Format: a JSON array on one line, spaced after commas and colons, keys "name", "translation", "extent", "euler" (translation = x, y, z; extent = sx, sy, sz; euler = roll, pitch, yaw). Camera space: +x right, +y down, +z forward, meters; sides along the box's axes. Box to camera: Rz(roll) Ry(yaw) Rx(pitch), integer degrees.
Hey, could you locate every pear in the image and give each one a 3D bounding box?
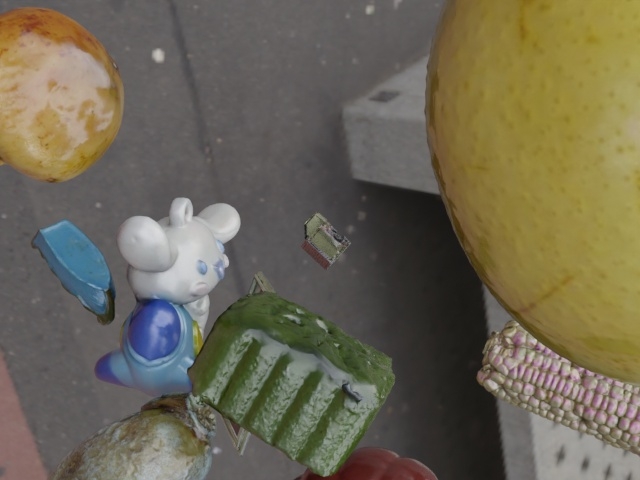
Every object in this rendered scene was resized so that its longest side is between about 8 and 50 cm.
[{"name": "pear", "translation": [0.227, -0.079, 0.612], "extent": [0.348, 0.348, 0.348], "euler": [-18, 114, -47]}]

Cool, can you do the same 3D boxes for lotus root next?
[{"name": "lotus root", "translation": [-0.301, 0.364, 1.608], "extent": [0.349, 0.175, 0.175], "euler": [-37, 140, 13]}]

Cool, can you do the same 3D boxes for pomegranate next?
[{"name": "pomegranate", "translation": [-0.384, -0.193, 1.464], "extent": [0.248, 0.248, 0.248], "euler": [-18, 114, -47]}]

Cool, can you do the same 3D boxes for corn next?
[{"name": "corn", "translation": [0.400, 0.233, 1.626], "extent": [0.127, 0.335, 0.127], "euler": [-56, 164, -26]}]

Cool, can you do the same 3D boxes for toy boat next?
[{"name": "toy boat", "translation": [-0.382, 0.051, 1.703], "extent": [0.075, 0.185, 0.077], "euler": [-31, 158, -38]}]

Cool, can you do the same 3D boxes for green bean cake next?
[{"name": "green bean cake", "translation": [-0.035, 0.186, 1.497], "extent": [0.156, 0.250, 0.247], "euler": [-59, 173, 10]}]

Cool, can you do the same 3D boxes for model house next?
[{"name": "model house", "translation": [0.000, 0.000, 1.799], "extent": [0.058, 0.083, 0.057], "euler": [-50, 176, 16]}]

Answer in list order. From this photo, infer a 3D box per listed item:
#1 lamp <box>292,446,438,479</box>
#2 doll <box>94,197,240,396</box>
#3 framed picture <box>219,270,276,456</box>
[{"name": "lamp", "translation": [0.069, 0.463, 1.622], "extent": [0.257, 0.303, 0.303], "euler": [19, 86, -70]}, {"name": "doll", "translation": [-0.227, 0.114, 1.693], "extent": [0.376, 0.187, 0.366], "euler": [-6, 107, -58]}, {"name": "framed picture", "translation": [-0.138, 0.230, 2.066], "extent": [0.018, 0.231, 0.293], "euler": [14, 106, -24]}]
